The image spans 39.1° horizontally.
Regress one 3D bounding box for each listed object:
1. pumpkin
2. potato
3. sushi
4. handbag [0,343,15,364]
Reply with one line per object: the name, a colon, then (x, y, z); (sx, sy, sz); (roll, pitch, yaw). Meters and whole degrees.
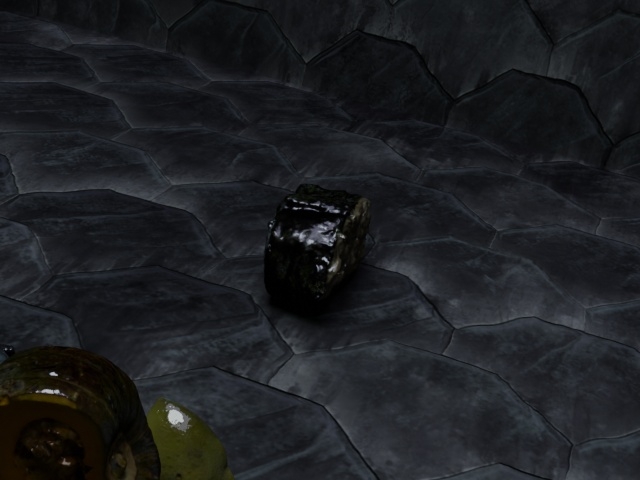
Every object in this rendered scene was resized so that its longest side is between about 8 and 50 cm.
pumpkin: (-0.326, 0.273, 1.107); (0.222, 0.317, 0.139); (-8, 33, 9)
potato: (-0.195, 0.309, 1.277); (0.149, 0.120, 0.081); (17, 28, 15)
sushi: (0.000, 0.000, 1.830); (0.171, 0.211, 0.350); (9, 18, 12)
handbag: (-0.576, 0.250, 1.318); (0.332, 0.075, 0.191); (-20, 38, -38)
